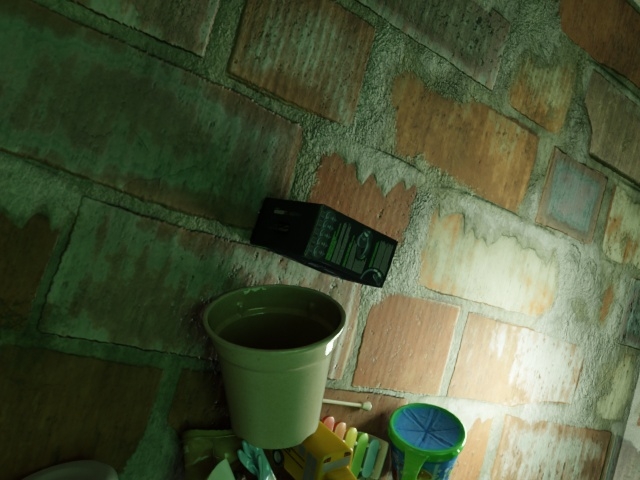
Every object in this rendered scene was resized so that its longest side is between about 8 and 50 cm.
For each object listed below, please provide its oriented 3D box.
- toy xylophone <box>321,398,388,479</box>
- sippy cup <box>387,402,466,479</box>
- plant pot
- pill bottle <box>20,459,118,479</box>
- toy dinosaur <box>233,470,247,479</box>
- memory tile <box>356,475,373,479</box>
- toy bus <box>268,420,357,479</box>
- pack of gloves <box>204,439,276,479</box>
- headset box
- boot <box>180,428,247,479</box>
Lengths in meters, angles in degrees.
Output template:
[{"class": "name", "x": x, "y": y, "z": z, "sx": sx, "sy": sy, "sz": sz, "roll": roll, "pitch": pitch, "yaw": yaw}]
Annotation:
[{"class": "toy xylophone", "x": 0.059, "y": 0.577, "z": 1.875, "sx": 0.322, "sy": 0.081, "sz": 0.236, "roll": 10, "pitch": 90, "yaw": -39}, {"class": "sippy cup", "x": 0.312, "y": 0.654, "z": 2.001, "sx": 0.305, "sy": 0.240, "sz": 0.224, "roll": -11, "pitch": 118, "yaw": -29}, {"class": "plant pot", "x": -0.108, "y": 0.312, "z": 1.578, "sx": 0.333, "sy": 0.333, "sz": 0.306, "roll": -15, "pitch": 116, "yaw": -35}, {"class": "pill bottle", "x": -0.503, "y": 0.688, "z": 1.349, "sx": 0.229, "sy": 0.229, "sz": 0.408, "roll": -12, "pitch": 101, "yaw": -36}, {"class": "toy dinosaur", "x": -0.216, "y": 0.729, "z": 1.670, "sx": 0.295, "sy": 0.127, "sz": 0.200, "roll": -36, "pitch": 129, "yaw": -46}, {"class": "memory tile", "x": 0.121, "y": 0.786, "z": 2.000, "sx": 0.113, "sy": 0.012, "sz": 0.148, "roll": -8, "pitch": 101, "yaw": -37}, {"class": "toy bus", "x": -0.023, "y": 0.530, "z": 1.641, "sx": 0.108, "sy": 0.332, "sz": 0.130, "roll": -1, "pitch": 108, "yaw": -38}, {"class": "pack of gloves", "x": -0.157, "y": 0.596, "z": 1.553, "sx": 0.195, "sy": 0.046, "sz": 0.232, "roll": -42, "pitch": 114, "yaw": -53}, {"class": "headset box", "x": 0.000, "y": 0.000, "z": 1.631, "sx": 0.283, "sy": 0.246, "sz": 0.131, "roll": 25, "pitch": 82, "yaw": -38}, {"class": "boot", "x": -0.230, "y": 0.596, "z": 1.573, "sx": 0.236, "sy": 0.089, "sz": 0.270, "roll": 7, "pitch": 58, "yaw": -28}]
